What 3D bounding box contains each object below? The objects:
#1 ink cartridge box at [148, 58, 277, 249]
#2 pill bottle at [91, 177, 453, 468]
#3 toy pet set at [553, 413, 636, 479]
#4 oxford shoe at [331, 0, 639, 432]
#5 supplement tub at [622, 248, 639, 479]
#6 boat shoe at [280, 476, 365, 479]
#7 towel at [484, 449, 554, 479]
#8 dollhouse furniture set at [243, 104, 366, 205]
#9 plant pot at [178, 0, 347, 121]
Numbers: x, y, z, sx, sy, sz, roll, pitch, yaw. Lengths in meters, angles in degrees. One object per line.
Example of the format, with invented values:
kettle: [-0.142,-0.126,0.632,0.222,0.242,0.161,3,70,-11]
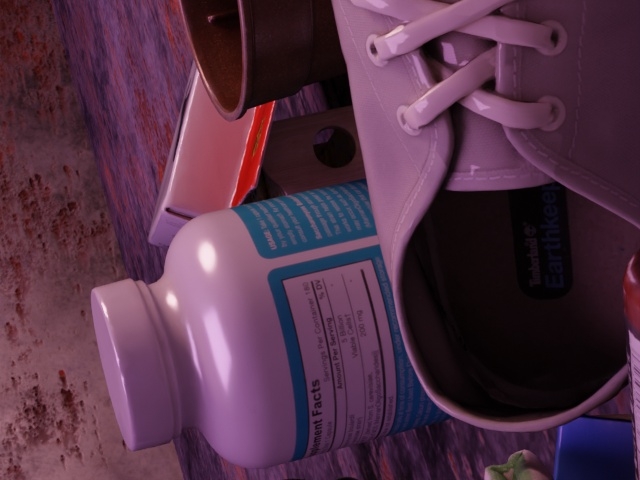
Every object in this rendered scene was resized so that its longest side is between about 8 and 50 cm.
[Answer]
ink cartridge box: [-0.064,-0.142,1.121,0.239,0.060,0.275,132,152,-74]
pill bottle: [0.011,0.041,0.819,0.146,0.264,0.146,168,90,-76]
toy pet set: [0.147,0.145,0.736,0.122,0.065,0.114,9,96,55]
oxford shoe: [0.070,-0.108,0.626,0.130,0.169,0.449,-55,-45,-60]
supplement tub: [0.175,0.095,0.563,0.106,0.106,0.197,-136,34,-65]
boat shoe: [0.027,0.258,1.227,0.340,0.127,0.113,-139,40,-64]
towel: [0.164,0.243,0.605,0.324,0.038,0.248,59,-178,3]
dollhouse furniture set: [0.000,0.000,1.149,0.182,0.101,0.161,132,124,-72]
plant pot: [0.009,-0.166,0.847,0.167,0.165,0.167,167,90,-75]
